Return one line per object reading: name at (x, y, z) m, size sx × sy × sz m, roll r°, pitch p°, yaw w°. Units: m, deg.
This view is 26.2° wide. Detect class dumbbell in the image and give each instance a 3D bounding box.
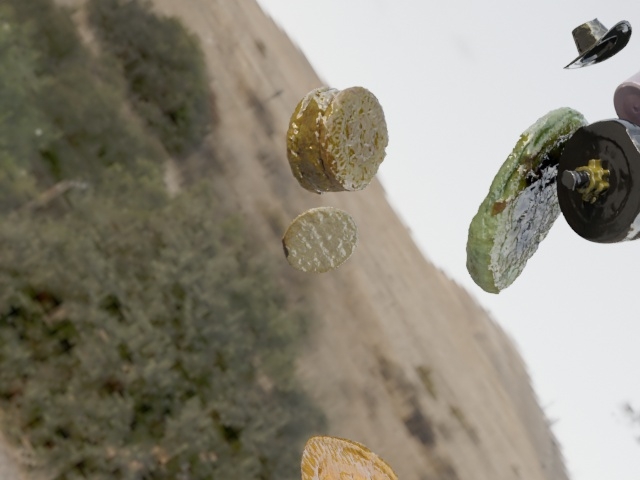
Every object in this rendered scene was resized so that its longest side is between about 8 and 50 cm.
dumbbell at (0.510, -0.081, 2.012) m, size 0.185 × 0.388 × 0.185 m, roll -3°, pitch -93°, yaw 59°

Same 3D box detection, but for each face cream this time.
face cream at (0.572, -0.259, 2.121) m, size 0.154 × 0.274 × 0.096 m, roll 56°, pitch -28°, yaw 6°

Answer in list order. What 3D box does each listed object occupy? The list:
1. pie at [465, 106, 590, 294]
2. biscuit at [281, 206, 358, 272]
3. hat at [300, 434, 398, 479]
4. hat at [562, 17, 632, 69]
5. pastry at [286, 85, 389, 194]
pie at (0.323, -0.066, 2.091) m, size 0.070 × 0.323 × 0.323 m, roll 33°, pitch -15°, yaw 23°
biscuit at (0.000, 0.000, 2.037) m, size 0.120 × 0.120 × 0.015 m, roll 61°, pitch 4°, yaw -37°
hat at (-0.029, 0.336, 1.337) m, size 0.233 × 0.233 × 0.244 m, roll 47°, pitch 16°, yaw -22°
hat at (0.380, -0.279, 1.926) m, size 0.050 × 0.121 × 0.121 m, roll 61°, pitch -5°, yaw 13°
pastry at (0.029, -0.170, 2.309) m, size 0.103 × 0.189 × 0.189 m, roll 6°, pitch -41°, yaw 36°
